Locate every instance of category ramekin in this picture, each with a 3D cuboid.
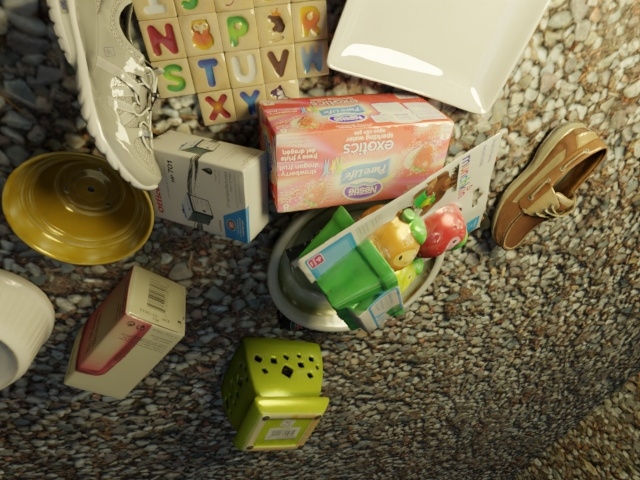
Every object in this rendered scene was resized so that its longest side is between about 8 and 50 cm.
[{"bbox_3d":[-0.672,0.182,0.791,0.273,0.127,0.273,-8,128,-11],"label":"ramekin"}]

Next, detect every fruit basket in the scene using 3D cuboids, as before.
[{"bbox_3d":[0.156,0.013,0.729,0.353,0.165,0.327,-28,153,0],"label":"fruit basket"}]

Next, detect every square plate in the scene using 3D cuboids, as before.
[{"bbox_3d":[0.214,-0.407,0.668,0.347,0.049,0.344,8,124,-22],"label":"square plate"}]

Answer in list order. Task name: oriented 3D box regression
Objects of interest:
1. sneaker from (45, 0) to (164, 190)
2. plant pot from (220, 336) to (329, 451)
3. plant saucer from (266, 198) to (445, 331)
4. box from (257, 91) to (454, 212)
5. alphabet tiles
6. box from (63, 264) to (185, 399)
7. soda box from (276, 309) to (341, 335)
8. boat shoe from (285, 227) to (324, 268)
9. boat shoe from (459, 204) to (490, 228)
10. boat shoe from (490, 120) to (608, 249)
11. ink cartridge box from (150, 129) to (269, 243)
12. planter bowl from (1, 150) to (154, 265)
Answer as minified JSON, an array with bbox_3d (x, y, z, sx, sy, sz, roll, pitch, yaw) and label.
[{"bbox_3d":[-0.272,-0.209,0.587,0.115,0.105,0.281,-17,108,-9],"label":"sneaker"},{"bbox_3d":[-0.117,0.409,1.090,0.228,0.207,0.227,11,122,-26],"label":"plant pot"},{"bbox_3d":[0.075,0.035,0.930,0.400,0.100,0.400,-8,128,-11],"label":"plant saucer"},{"bbox_3d":[0.053,-0.160,0.732,0.300,0.154,0.142,-9,129,-15],"label":"box"},{"bbox_3d":[-0.129,-0.348,0.630,0.285,0.011,0.342,-11,129,-9],"label":"alphabet tiles"},{"bbox_3d":[-0.400,0.191,0.870,0.127,0.148,0.232,34,110,-34],"label":"box"},{"bbox_3d":[-0.020,0.193,1.047,0.169,0.060,0.053,11,121,-24],"label":"soda box"},{"bbox_3d":[0.000,0.000,0.788,0.142,0.049,0.040,-32,86,-5],"label":"boat shoe"},{"bbox_3d":[0.361,-0.056,0.990,0.133,0.042,0.049,27,112,-34],"label":"boat shoe"},{"bbox_3d":[0.506,-0.101,0.944,0.123,0.116,0.324,2,126,-28],"label":"boat shoe"},{"bbox_3d":[-0.188,-0.092,0.702,0.191,0.082,0.139,14,128,15],"label":"ink cartridge box"},{"bbox_3d":[-0.395,-0.068,0.709,0.217,0.090,0.217,-8,128,-11],"label":"planter bowl"}]
